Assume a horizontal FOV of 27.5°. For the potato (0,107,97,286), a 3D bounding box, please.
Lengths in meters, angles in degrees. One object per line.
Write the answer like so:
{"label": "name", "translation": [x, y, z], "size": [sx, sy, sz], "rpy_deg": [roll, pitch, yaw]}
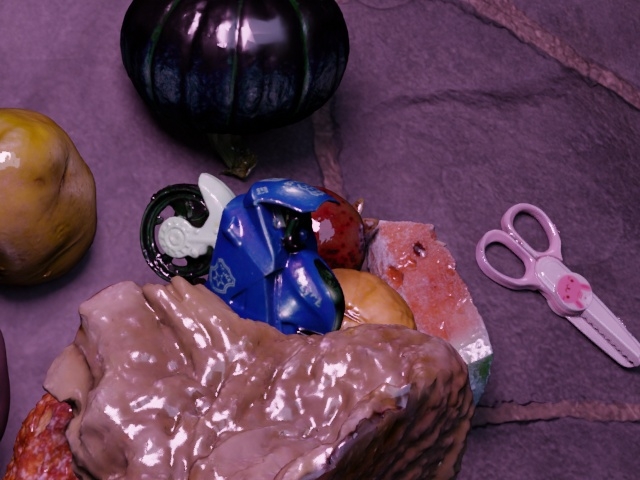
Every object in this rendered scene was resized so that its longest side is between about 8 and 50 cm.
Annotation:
{"label": "potato", "translation": [-0.298, -0.046, 1.290], "size": [0.137, 0.200, 0.155], "rpy_deg": [-22, 62, 6]}

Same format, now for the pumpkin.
{"label": "pumpkin", "translation": [-0.096, -0.185, 1.435], "size": [0.248, 0.248, 0.248], "rpy_deg": [9, 64, -19]}

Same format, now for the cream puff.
{"label": "cream puff", "translation": [-0.206, 0.225, 1.175], "size": [0.164, 0.240, 0.240], "rpy_deg": [19, 61, -28]}

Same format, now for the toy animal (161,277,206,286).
{"label": "toy animal", "translation": [-0.111, 0.165, 1.324], "size": [0.125, 0.127, 0.251], "rpy_deg": [-9, 85, -33]}

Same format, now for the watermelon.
{"label": "watermelon", "translation": [0.111, 0.075, 1.447], "size": [0.094, 0.154, 0.241], "rpy_deg": [3, 53, -22]}

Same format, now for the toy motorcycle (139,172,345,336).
{"label": "toy motorcycle", "translation": [-0.033, 0.074, 1.189], "size": [0.331, 0.196, 0.125], "rpy_deg": [61, 26, 5]}

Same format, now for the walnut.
{"label": "walnut", "translation": [0.025, 0.116, 1.341], "size": [0.159, 0.207, 0.159], "rpy_deg": [-1, 59, 1]}

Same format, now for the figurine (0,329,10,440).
{"label": "figurine", "translation": [-0.438, 0.168, 1.154], "size": [0.365, 0.206, 0.218], "rpy_deg": [-36, 91, -10]}

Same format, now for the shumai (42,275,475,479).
{"label": "shumai", "translation": [-0.068, 0.171, 1.045], "size": [0.283, 0.217, 0.346], "rpy_deg": [26, 60, 36]}

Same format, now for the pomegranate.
{"label": "pomegranate", "translation": [0.004, 0.003, 1.428], "size": [0.159, 0.129, 0.129], "rpy_deg": [0, 67, -30]}

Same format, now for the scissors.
{"label": "scissors", "translation": [0.296, 0.064, 1.576], "size": [0.242, 0.030, 0.118], "rpy_deg": [46, 59, 4]}
